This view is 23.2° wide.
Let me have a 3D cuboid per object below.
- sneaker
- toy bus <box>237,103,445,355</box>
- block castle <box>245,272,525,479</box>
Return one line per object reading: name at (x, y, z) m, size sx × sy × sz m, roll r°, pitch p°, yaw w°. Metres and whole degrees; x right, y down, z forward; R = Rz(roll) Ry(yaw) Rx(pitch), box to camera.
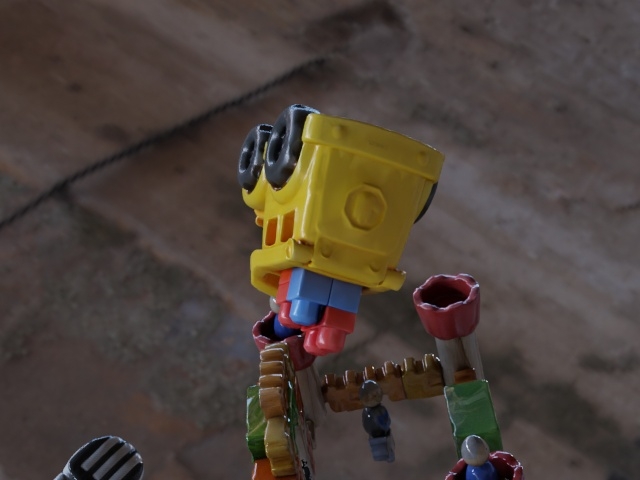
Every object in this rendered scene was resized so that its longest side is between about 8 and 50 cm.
sneaker at (-0.259, 0.291, 1.465) m, size 0.229 × 0.086 × 0.132 m, roll -37°, pitch -18°, yaw -28°
toy bus at (0.000, 0.000, 1.435) m, size 0.220 × 0.149 × 0.211 m, roll 167°, pitch 117°, yaw -68°
block castle at (0.068, 0.216, 1.833) m, size 0.453 × 0.303 × 0.212 m, roll -94°, pitch -8°, yaw -60°
